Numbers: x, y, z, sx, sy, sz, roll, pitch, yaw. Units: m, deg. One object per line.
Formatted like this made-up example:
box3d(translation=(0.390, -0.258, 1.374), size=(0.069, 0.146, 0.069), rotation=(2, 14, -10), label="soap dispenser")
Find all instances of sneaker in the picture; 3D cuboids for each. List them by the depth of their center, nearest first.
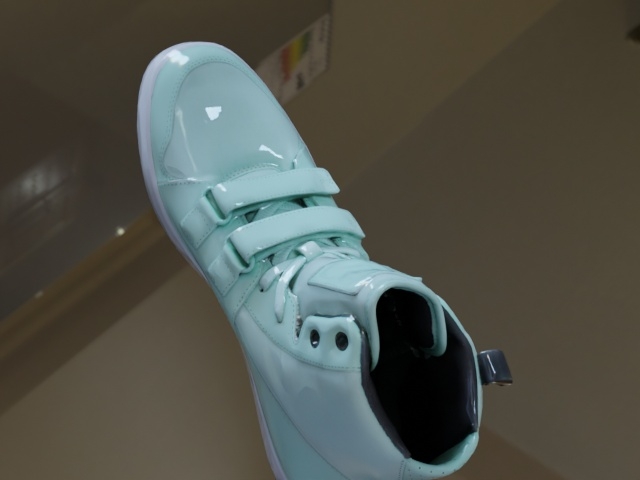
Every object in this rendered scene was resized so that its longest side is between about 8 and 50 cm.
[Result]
box3d(translation=(0.001, 0.000, 0.561), size=(0.151, 0.094, 0.256), rotation=(-34, -102, 61), label="sneaker")
